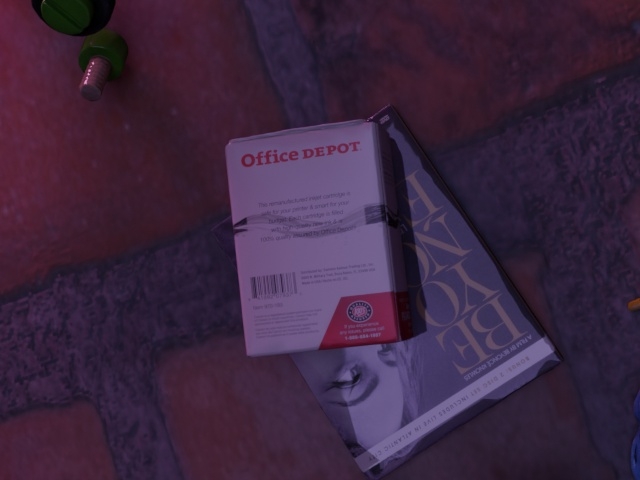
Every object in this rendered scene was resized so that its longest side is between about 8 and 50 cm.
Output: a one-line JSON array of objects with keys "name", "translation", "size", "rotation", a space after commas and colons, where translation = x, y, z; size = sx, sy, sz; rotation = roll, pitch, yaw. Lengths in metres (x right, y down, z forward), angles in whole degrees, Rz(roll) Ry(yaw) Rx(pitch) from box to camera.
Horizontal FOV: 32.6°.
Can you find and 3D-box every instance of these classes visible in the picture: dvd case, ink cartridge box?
[{"name": "dvd case", "translation": [0.044, 0.038, 0.789], "size": [0.164, 0.018, 0.221], "rotation": [-34, 81, 10]}, {"name": "ink cartridge box", "translation": [0.000, 0.000, 0.759], "size": [0.109, 0.063, 0.150], "rotation": [-7, 86, 15]}]

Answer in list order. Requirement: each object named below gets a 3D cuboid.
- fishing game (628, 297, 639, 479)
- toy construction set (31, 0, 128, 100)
[{"name": "fishing game", "translation": [0.268, 0.145, 0.676], "size": [0.189, 0.041, 0.264], "rotation": [-41, 55, 52]}, {"name": "toy construction set", "translation": [-0.276, -0.291, 0.797], "size": [0.309, 0.257, 0.237], "rotation": [10, 46, -2]}]
